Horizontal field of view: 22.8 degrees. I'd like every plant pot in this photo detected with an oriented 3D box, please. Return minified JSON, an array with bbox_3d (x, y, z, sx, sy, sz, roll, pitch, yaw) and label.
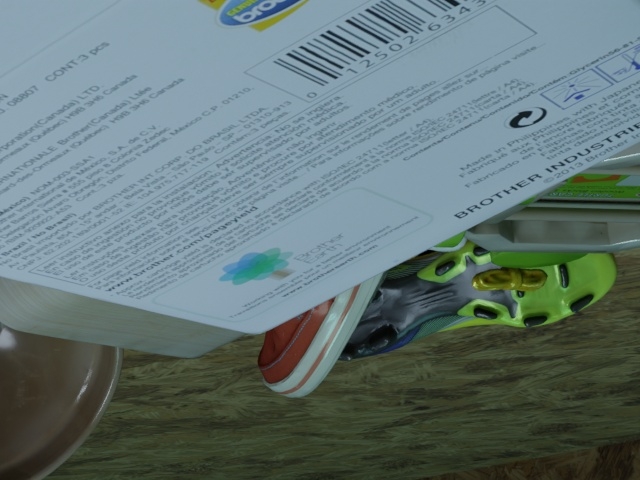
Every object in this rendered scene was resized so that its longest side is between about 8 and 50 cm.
[{"bbox_3d":[-0.296,0.102,1.361,0.237,0.237,0.110,11,-161,-46],"label":"plant pot"}]

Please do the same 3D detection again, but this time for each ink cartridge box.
[{"bbox_3d":[-0.048,-0.104,0.562,0.270,0.151,0.395,-28,158,25],"label":"ink cartridge box"}]

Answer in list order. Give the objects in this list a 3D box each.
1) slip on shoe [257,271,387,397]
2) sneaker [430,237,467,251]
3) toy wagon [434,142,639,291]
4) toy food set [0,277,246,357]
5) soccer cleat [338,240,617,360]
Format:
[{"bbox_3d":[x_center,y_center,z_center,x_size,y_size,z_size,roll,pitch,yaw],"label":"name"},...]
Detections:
[{"bbox_3d":[0.000,0.000,1.058,0.101,0.123,0.331,27,149,4],"label":"slip on shoe"},{"bbox_3d":[0.081,-0.006,1.335,0.083,0.032,0.037,-13,150,13],"label":"sneaker"},{"bbox_3d":[0.209,-0.031,1.193,0.267,0.068,0.344,1,165,-21],"label":"toy wagon"},{"bbox_3d":[-0.091,0.001,1.221,0.219,0.092,0.306,-26,159,27],"label":"toy food set"},{"bbox_3d":[0.127,0.036,1.442,0.289,0.093,0.121,-15,-167,20],"label":"soccer cleat"}]
